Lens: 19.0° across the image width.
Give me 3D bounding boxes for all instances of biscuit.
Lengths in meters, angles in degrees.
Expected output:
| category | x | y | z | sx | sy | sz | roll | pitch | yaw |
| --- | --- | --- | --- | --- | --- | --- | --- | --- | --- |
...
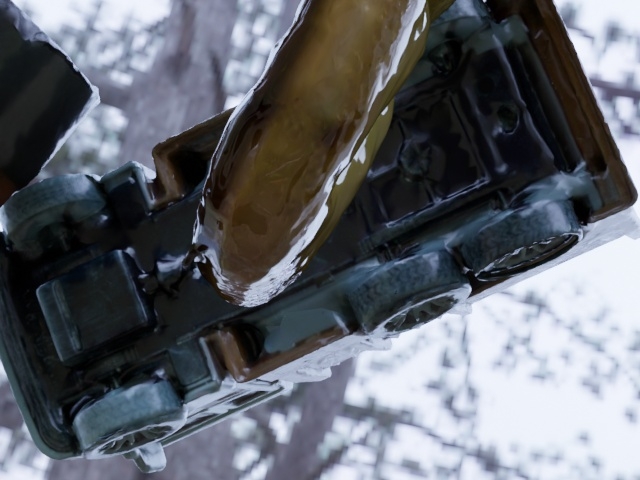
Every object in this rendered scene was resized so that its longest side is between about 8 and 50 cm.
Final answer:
| category | x | y | z | sx | sy | sz | roll | pitch | yaw |
| --- | --- | --- | --- | --- | --- | --- | --- | --- | --- |
| biscuit | 0.034 | -0.103 | 0.744 | 0.045 | 0.299 | 0.154 | 27 | -27 | 7 |

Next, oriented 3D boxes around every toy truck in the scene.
| category | x | y | z | sx | sy | sz | roll | pitch | yaw |
| --- | --- | --- | --- | --- | --- | --- | --- | --- | --- |
| toy truck | 0.000 | 0.000 | 0.924 | 0.305 | 0.136 | 0.162 | -25 | -16 | 12 |

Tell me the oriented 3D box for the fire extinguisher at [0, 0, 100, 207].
| category | x | y | z | sx | sy | sz | roll | pitch | yaw |
| --- | --- | --- | --- | --- | --- | --- | --- | --- | --- |
| fire extinguisher | -0.274 | 0.022 | 0.818 | 0.113 | 0.376 | 0.200 | 37 | -7 | 36 |
